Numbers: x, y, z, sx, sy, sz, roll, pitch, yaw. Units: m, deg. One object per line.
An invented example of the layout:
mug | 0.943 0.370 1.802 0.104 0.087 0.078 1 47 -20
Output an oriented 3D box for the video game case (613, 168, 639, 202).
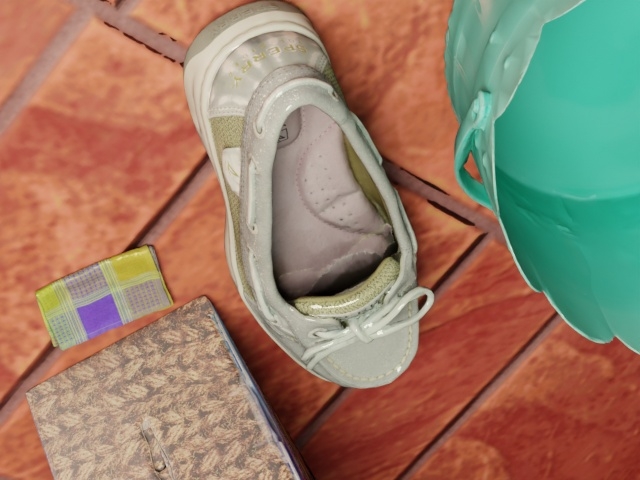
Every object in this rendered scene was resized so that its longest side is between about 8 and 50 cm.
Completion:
video game case | 0.330 -0.044 1.117 0.244 0.061 0.269 -47 133 14

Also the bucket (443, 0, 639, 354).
bucket | 0.209 -0.085 0.889 0.281 0.183 0.281 -5 119 -8

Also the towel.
towel | -0.140 0.037 0.973 0.083 0.009 0.060 -21 135 -11

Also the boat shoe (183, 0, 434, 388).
boat shoe | 0.002 -0.002 0.948 0.118 0.103 0.320 -24 135 -8

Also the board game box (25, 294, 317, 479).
board game box | -0.052 0.228 1.029 0.141 0.232 0.291 -29 135 -3
